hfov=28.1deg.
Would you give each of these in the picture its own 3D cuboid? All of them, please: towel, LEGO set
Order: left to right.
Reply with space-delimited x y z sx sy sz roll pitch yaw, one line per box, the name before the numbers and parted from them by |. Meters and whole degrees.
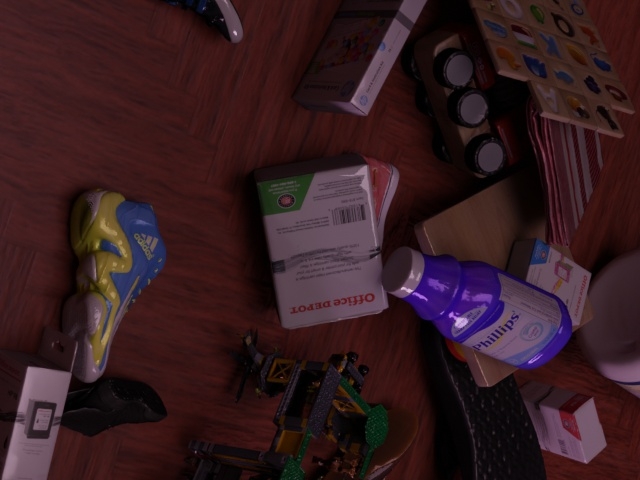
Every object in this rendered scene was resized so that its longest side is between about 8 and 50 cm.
LEGO set | -0.067 0.302 1.738 0.255 0.192 0.331 43 58 -49
towel | 0.372 -0.160 1.933 0.329 0.037 0.237 -49 131 -58

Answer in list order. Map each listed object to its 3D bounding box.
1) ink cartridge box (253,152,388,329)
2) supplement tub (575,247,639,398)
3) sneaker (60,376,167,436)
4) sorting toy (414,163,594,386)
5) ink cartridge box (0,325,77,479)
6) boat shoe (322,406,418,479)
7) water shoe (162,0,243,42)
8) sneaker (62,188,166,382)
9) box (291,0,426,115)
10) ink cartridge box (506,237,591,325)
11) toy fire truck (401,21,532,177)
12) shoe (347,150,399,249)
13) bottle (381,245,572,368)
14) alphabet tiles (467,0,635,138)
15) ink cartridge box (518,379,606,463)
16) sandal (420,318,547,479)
ink cartridge box | 0.000 0.000 1.728 0.153 0.087 0.208 -9 106 -5
supplement tub | 0.608 0.174 2.139 0.325 0.235 0.235 31 80 -35
sneaker | -0.271 0.216 1.626 0.089 0.051 0.170 -33 153 11
sorting toy | 0.258 0.052 1.916 0.255 0.089 0.257 -27 98 -36
ink cartridge box | -0.355 0.194 1.531 0.060 0.104 0.180 13 90 -36
boat shoe | 0.064 0.331 1.887 0.207 0.073 0.073 -41 157 -19
water shoe | -0.172 -0.322 1.602 0.080 0.073 0.203 -32 120 3
sneaker | -0.247 0.057 1.592 0.126 0.091 0.240 1 97 -37
box | 0.052 -0.258 1.714 0.038 0.145 0.186 32 80 -33
ink cartridge box | 0.333 0.063 1.879 0.122 0.052 0.088 31 65 -29
toy fire truck | 0.261 -0.242 1.885 0.246 0.158 0.217 -31 115 -16
shoe | 0.048 -0.035 1.808 0.081 0.063 0.178 20 84 -32
bottle | 0.212 0.087 1.748 0.283 0.092 0.118 25 125 -30
alphabet tiles | 0.320 -0.299 1.845 0.285 0.011 0.343 10 51 -38
ink cartridge box | 0.382 0.290 2.061 0.056 0.135 0.099 -33 117 -30
sandal | 0.246 0.296 1.997 0.167 0.107 0.446 -16 94 -36
